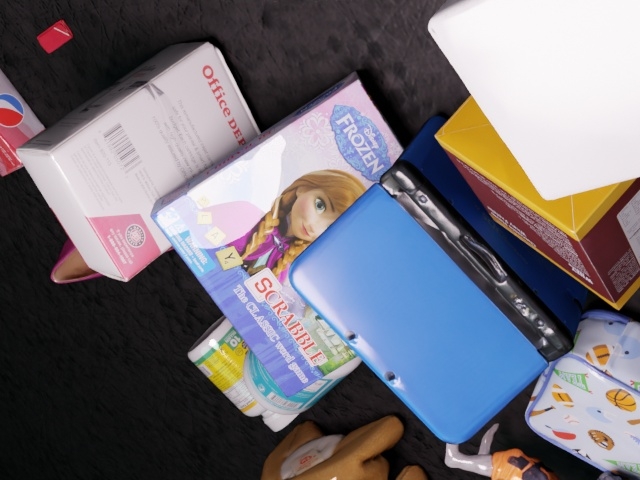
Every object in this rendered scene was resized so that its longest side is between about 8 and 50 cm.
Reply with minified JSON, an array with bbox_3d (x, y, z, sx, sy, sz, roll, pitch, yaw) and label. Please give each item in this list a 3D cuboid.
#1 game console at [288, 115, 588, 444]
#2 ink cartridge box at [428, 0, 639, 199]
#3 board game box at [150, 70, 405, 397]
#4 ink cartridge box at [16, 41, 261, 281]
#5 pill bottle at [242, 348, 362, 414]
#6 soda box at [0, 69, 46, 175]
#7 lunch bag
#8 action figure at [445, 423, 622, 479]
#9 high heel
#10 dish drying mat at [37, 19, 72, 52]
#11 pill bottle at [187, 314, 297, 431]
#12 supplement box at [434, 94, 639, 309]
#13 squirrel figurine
[{"bbox_3d":[0.150,0.041,1.185,0.293,0.250,0.173,47,126,-6],"label":"game console"},{"bbox_3d":[0.301,-0.232,0.694,0.285,0.395,0.166,-16,118,48],"label":"ink cartridge box"},{"bbox_3d":[0.000,0.000,1.303,0.318,0.066,0.319,-33,107,9],"label":"board game box"},{"bbox_3d":[-0.232,-0.113,1.364,0.117,0.283,0.207,11,134,50],"label":"ink cartridge box"},{"bbox_3d":[-0.016,0.168,1.572,0.146,0.146,0.264,41,142,0],"label":"pill bottle"},{"bbox_3d":[-0.582,-0.244,1.713,0.092,0.083,0.263,-14,116,47],"label":"soda box"},{"bbox_3d":[0.416,0.227,1.280,0.303,0.115,0.243,30,147,17],"label":"lunch bag"},{"bbox_3d":[0.334,0.391,1.387,0.330,0.178,0.341,37,172,27],"label":"action figure"},{"bbox_3d":[-0.286,-0.006,1.607,0.377,0.181,0.127,-20,113,49],"label":"high heel"},{"bbox_3d":[-0.415,-0.317,1.555,0.083,0.008,0.032,-15,117,48],"label":"dish drying mat"},{"bbox_3d":[-0.123,0.233,1.753,0.208,0.117,0.117,47,143,-6],"label":"pill bottle"},{"bbox_3d":[0.253,-0.062,1.014,0.191,0.129,0.194,41,179,38],"label":"supplement box"},{"bbox_3d":[0.044,0.542,1.684,0.281,0.397,0.371,-19,104,44],"label":"squirrel figurine"}]
